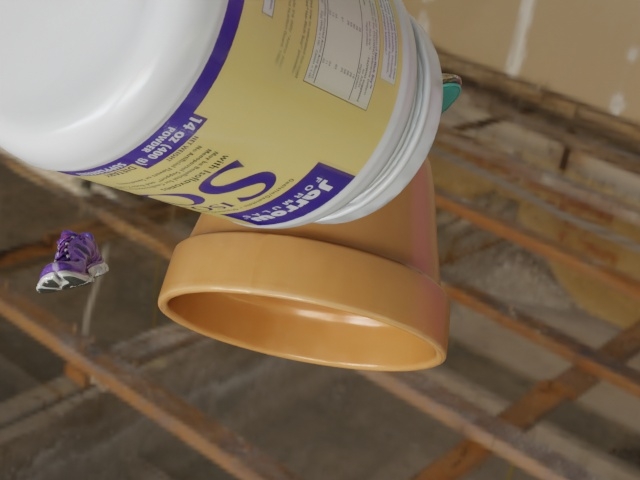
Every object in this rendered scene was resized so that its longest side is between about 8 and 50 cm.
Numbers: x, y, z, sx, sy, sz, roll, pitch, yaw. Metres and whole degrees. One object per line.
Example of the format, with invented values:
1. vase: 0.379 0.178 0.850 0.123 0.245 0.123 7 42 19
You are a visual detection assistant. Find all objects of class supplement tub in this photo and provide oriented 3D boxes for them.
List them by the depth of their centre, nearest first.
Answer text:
1. supplement tub: -0.076 -0.140 0.877 0.241 0.241 0.331 32 -171 36

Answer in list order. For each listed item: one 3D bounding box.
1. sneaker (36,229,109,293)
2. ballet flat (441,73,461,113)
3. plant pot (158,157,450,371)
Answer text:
1. sneaker: -0.321 0.024 1.478 0.068 0.071 0.170 -13 -173 4
2. ballet flat: 0.074 -0.144 1.370 0.073 0.206 0.067 25 -144 -47
3. plant pot: 0.000 0.000 1.183 0.291 0.203 0.291 11 164 3
